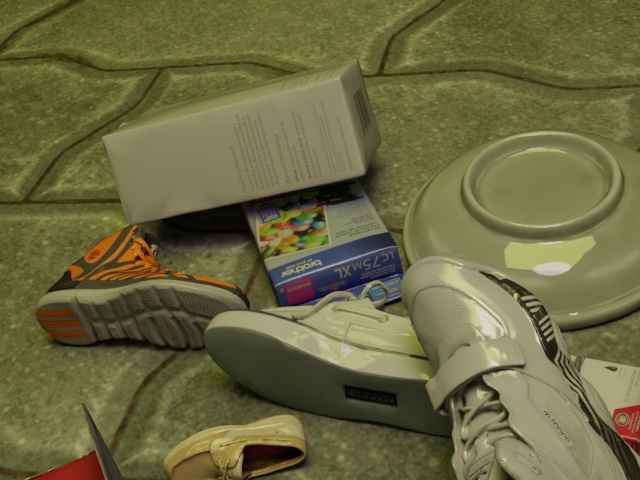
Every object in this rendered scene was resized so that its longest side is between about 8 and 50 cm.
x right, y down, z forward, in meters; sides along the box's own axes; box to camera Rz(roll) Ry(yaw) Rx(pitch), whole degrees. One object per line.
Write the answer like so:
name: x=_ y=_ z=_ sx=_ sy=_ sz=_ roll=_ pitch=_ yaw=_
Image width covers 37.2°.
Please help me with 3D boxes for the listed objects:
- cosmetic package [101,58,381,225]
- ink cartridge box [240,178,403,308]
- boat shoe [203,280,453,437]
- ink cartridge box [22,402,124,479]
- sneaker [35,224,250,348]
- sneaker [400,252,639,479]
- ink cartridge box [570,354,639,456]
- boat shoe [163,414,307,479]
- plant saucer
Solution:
cosmetic package: x=-0.117 y=-0.156 z=1.488 sx=0.385 sy=0.156 sz=0.217 roll=-13 pitch=16 yaw=15
ink cartridge box: x=0.000 y=0.000 z=1.406 sx=0.186 sy=0.065 sz=0.311 roll=-18 pitch=38 yaw=-6
boat shoe: x=0.046 y=0.121 z=1.168 sx=0.367 sy=0.136 sz=0.156 roll=8 pitch=41 yaw=21
ink cartridge box: x=-0.189 y=0.343 z=0.826 sx=0.130 sy=0.272 sz=0.309 roll=-23 pitch=37 yaw=-13
sneaker: x=-0.237 y=0.051 z=1.352 sx=0.321 sy=0.124 sz=0.180 roll=1 pitch=39 yaw=17
sneaker: x=0.165 y=0.168 z=0.914 sx=0.210 sy=0.137 sz=0.366 roll=-9 pitch=59 yaw=-51
ink cartridge box: x=0.289 y=0.189 z=1.064 sx=0.150 sy=0.063 sz=0.109 roll=8 pitch=41 yaw=26
boat shoe: x=-0.096 y=0.250 z=1.097 sx=0.170 sy=0.063 sz=0.059 roll=-17 pitch=31 yaw=-7
plant saucer: x=0.308 y=-0.052 z=1.321 sx=0.400 sy=0.100 sz=0.400 roll=-8 pitch=42 yaw=7
